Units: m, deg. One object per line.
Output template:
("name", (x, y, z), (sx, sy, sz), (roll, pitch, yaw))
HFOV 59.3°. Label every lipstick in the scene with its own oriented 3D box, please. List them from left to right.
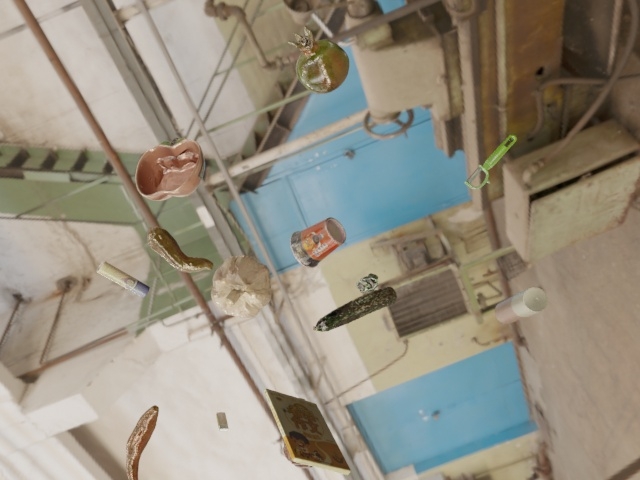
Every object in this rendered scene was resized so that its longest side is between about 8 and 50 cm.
("lipstick", (0.570, 0.189, 1.612), (0.254, 0.070, 0.070), (90, 160, -75))

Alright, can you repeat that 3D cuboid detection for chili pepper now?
("chili pepper", (0.207, 0.163, 2.271), (0.227, 0.088, 0.059), (-19, -77, -75))

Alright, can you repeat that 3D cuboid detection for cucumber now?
("cucumber", (0.106, 0.216, 1.750), (0.067, 0.293, 0.068), (44, 144, 44))

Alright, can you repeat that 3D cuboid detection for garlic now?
("garlic", (-0.265, 0.159, 1.834), (0.212, 0.218, 0.219), (-48, -64, -81))

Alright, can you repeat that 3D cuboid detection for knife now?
("knife", (0.478, -0.214, 1.541), (0.054, 0.212, 0.015), (40, 164, 11))

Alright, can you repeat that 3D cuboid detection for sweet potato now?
("sweet potato", (-0.550, 0.615, 1.713), (0.058, 0.078, 0.255), (20, -92, -67))
("sweet potato", (-0.451, 0.042, 1.770), (0.233, 0.081, 0.062), (35, -176, -6))

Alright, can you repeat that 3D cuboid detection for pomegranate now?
("pomegranate", (-0.011, -0.592, 1.848), (0.224, 0.181, 0.182), (42, -159, -44))

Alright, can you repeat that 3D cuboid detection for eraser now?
("eraser", (-0.397, 0.732, 2.270), (0.019, 0.038, 0.083), (-65, 30, 26))

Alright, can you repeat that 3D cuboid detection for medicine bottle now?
("medicine bottle", (-0.861, 0.171, 2.462), (0.231, 0.059, 0.059), (36, -161, -28))

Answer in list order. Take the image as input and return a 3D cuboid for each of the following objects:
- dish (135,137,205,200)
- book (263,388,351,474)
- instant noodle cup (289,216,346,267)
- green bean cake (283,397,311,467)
("dish", (-0.416, -0.190, 1.610), (0.090, 0.213, 0.213), (57, -169, -54))
("book", (-0.045, 0.565, 1.677), (0.207, 0.020, 0.295), (26, -167, -31))
("instant noodle cup", (-0.001, 0.000, 1.663), (0.127, 0.135, 0.127), (31, -137, -34))
("green bean cake", (-0.080, 0.777, 2.256), (0.198, 0.097, 0.233), (58, -150, -47))
